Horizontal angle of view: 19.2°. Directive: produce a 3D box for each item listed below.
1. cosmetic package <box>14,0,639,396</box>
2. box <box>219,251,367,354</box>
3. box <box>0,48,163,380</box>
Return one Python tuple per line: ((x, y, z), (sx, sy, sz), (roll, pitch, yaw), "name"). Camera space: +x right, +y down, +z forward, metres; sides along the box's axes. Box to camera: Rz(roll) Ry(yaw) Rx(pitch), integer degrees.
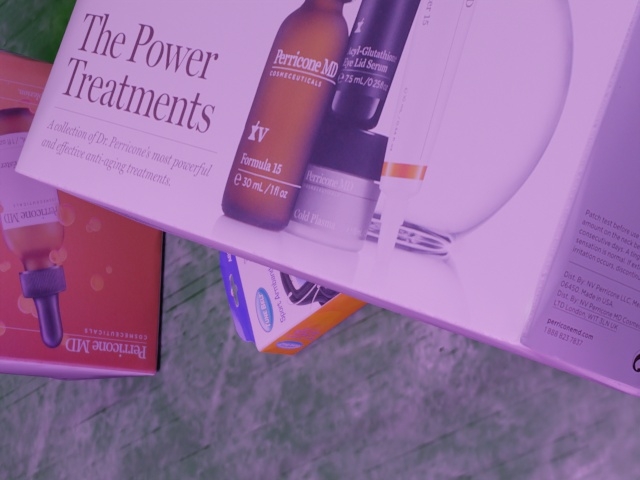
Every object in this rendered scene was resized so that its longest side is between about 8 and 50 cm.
((0.033, -0.118, 0.873), (0.377, 0.097, 0.284), (17, 85, 48), "cosmetic package")
((0.000, 0.000, 0.965), (0.136, 0.028, 0.081), (-37, 56, 40), "box")
((-0.166, -0.010, 1.076), (0.091, 0.130, 0.170), (-9, 77, 47), "box")
